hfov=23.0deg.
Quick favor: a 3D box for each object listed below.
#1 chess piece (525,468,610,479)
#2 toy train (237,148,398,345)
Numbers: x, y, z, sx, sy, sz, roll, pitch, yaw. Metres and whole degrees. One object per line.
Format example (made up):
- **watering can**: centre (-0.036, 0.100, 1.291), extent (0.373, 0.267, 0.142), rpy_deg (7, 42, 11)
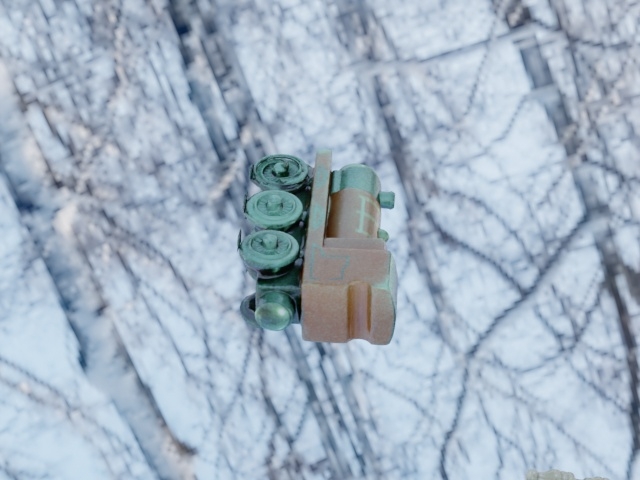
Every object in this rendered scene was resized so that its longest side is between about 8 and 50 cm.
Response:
- **chess piece**: centre (0.269, 0.268, 1.730), extent (0.092, 0.035, 0.035), rpy_deg (14, -148, -6)
- **toy train**: centre (0.000, 0.000, 0.649), extent (0.064, 0.044, 0.103), rpy_deg (1, -144, 3)
